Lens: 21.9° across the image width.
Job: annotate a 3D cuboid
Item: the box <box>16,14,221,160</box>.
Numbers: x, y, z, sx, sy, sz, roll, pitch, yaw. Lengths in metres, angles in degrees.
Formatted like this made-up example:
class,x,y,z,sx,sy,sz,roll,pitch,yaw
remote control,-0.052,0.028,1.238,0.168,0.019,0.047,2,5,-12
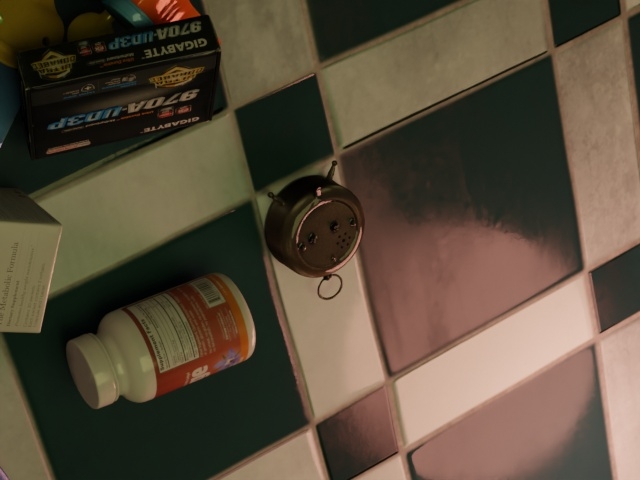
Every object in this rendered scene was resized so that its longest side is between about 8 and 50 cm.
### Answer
class,x,y,z,sx,sy,sz,roll,pitch,yaw
box,-0.228,-0.171,1.863,0.220,0.051,0.175,-13,159,-14

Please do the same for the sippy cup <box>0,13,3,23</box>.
class,x,y,z,sx,sy,sz,roll,pitch,yaw
sippy cup,-0.330,-0.378,1.643,0.240,0.224,0.305,-33,111,-38

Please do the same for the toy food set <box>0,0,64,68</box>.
class,x,y,z,sx,sy,sz,roll,pitch,yaw
toy food set,-0.379,-0.272,1.808,0.218,0.071,0.128,38,63,-41

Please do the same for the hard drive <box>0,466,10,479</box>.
class,x,y,z,sx,sy,sz,roll,pitch,yaw
hard drive,-0.522,0.244,1.931,0.210,0.040,0.318,-39,129,-17

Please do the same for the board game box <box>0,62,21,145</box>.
class,x,y,z,sx,sy,sz,roll,pitch,yaw
board game box,-0.415,-0.144,1.855,0.133,0.033,0.168,27,87,-37

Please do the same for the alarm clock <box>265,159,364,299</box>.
class,x,y,z,sx,sy,sz,roll,pitch,yaw
alarm clock,0.000,0.000,2.181,0.129,0.064,0.192,-28,126,-22

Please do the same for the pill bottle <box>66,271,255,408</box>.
class,x,y,z,sx,sy,sz,roll,pitch,yaw
pill bottle,-0.200,0.129,2.061,0.216,0.121,0.121,-21,120,-25

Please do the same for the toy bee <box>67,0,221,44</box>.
class,x,y,z,sx,sy,sz,roll,pitch,yaw
toy bee,-0.215,-0.313,1.862,0.195,0.162,0.298,-38,152,-25

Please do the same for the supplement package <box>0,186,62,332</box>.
class,x,y,z,sx,sy,sz,roll,pitch,yaw
supplement package,-0.436,0.016,1.843,0.244,0.134,0.139,3,108,-35
